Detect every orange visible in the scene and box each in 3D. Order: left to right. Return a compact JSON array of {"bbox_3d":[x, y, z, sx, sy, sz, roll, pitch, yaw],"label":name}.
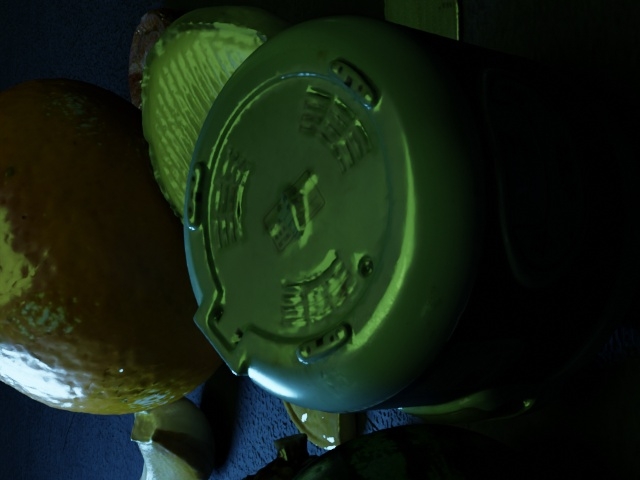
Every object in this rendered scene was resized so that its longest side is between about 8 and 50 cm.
[{"bbox_3d":[-0.287,0.017,1.344,0.424,0.326,0.424,55,-176,-5],"label":"orange"}]

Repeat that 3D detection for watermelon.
[{"bbox_3d":[0.081,0.265,0.845,0.269,0.269,0.269,12,104,61],"label":"watermelon"}]

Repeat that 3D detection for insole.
[{"bbox_3d":[0.095,-0.142,1.033,0.119,0.009,0.348,5,98,61],"label":"insole"}]

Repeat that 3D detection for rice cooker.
[{"bbox_3d":[0.073,-0.011,0.812,0.288,0.277,0.288,-6,81,45],"label":"rice cooker"}]

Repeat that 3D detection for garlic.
[{"bbox_3d":[-0.201,0.298,1.535,0.115,0.128,0.206,25,130,9],"label":"garlic"}]

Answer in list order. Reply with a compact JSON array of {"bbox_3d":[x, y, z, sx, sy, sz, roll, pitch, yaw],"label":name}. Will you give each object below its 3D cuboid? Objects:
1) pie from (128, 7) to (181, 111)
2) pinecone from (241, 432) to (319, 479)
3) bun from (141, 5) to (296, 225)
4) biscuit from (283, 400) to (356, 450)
[{"bbox_3d":[-0.219,-0.234,1.562,0.182,0.050,0.182,15,108,55],"label":"pie"},{"bbox_3d":[-0.010,0.323,1.072,0.224,0.224,0.272,-3,94,62],"label":"pinecone"},{"bbox_3d":[-0.052,-0.110,1.144,0.287,0.146,0.287,18,119,36],"label":"bun"},{"bbox_3d":[-0.015,0.139,1.249,0.142,0.029,0.220,-55,47,49],"label":"biscuit"}]
